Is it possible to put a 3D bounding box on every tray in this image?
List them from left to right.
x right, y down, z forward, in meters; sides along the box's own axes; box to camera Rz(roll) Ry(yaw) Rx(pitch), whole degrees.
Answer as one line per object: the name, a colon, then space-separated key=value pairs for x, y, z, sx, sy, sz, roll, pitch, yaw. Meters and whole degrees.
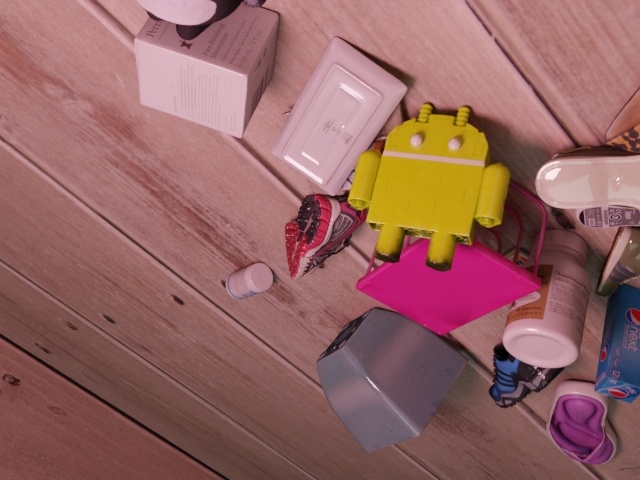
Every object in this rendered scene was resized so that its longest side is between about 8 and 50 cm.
tray: x=0.019 y=-0.193 z=1.348 sx=0.145 sy=0.030 sz=0.270 roll=34 pitch=132 yaw=-1

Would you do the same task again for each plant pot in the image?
plant pot: x=0.141 y=0.308 z=1.908 sx=0.252 sy=0.248 sz=0.247 roll=45 pitch=144 yaw=-3

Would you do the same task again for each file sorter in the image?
file sorter: x=0.239 y=0.014 z=1.462 sx=0.202 sy=0.182 sz=0.291 roll=30 pitch=147 yaw=-14

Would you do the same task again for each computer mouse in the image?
computer mouse: x=0.520 y=-0.057 z=1.332 sx=0.193 sy=0.042 sz=0.106 roll=0 pitch=147 yaw=20

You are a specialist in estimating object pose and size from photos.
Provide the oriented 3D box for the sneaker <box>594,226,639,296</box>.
sneaker: x=0.552 y=0.047 z=1.437 sx=0.086 sy=0.064 sz=0.192 roll=18 pitch=144 yaw=15

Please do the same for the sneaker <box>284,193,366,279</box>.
sneaker: x=0.000 y=0.000 z=1.652 sx=0.112 sy=0.120 sz=0.299 roll=-3 pitch=162 yaw=-19

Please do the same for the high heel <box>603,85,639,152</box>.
high heel: x=0.437 y=-0.213 z=1.099 sx=0.186 sy=0.093 sz=0.261 roll=-15 pitch=140 yaw=38

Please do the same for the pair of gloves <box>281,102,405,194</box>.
pair of gloves: x=0.056 y=-0.168 z=1.435 sx=0.240 sy=0.042 sz=0.204 roll=-3 pitch=136 yaw=26

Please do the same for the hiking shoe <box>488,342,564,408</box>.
hiking shoe: x=0.447 y=0.287 z=1.844 sx=0.132 sy=0.113 sz=0.304 roll=50 pitch=156 yaw=12

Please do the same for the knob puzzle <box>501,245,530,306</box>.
knob puzzle: x=0.419 y=0.100 z=1.626 sx=0.213 sy=0.030 sz=0.213 roll=15 pitch=147 yaw=10

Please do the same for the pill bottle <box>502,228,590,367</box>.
pill bottle: x=0.410 y=0.099 z=1.443 sx=0.131 sy=0.229 sz=0.131 roll=15 pitch=147 yaw=10

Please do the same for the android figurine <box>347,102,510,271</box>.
android figurine: x=0.173 y=-0.091 z=1.279 sx=0.248 sy=0.272 sz=0.056 roll=10 pitch=165 yaw=21

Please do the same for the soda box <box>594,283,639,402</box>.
soda box: x=0.567 y=0.189 z=1.501 sx=0.071 sy=0.210 sz=0.067 roll=18 pitch=147 yaw=6

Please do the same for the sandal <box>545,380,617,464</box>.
sandal: x=0.628 y=0.474 z=1.981 sx=0.169 sy=0.102 sz=0.416 roll=3 pitch=143 yaw=27

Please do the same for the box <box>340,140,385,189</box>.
box: x=0.062 y=-0.129 z=1.423 sx=0.136 sy=0.028 sz=0.081 roll=-3 pitch=136 yaw=31

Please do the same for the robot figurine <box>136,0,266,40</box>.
robot figurine: x=-0.176 y=-0.411 z=1.101 sx=0.209 sy=0.173 sz=0.278 roll=1 pitch=149 yaw=-11

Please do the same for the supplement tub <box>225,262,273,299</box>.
supplement tub: x=-0.171 y=0.098 z=1.924 sx=0.071 sy=0.071 sz=0.107 roll=38 pitch=145 yaw=-24

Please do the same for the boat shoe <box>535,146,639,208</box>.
boat shoe: x=0.493 y=-0.095 z=1.243 sx=0.305 sy=0.091 sz=0.109 roll=5 pitch=113 yaw=23

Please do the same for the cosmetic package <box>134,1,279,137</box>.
cosmetic package: x=-0.180 y=-0.289 z=1.293 sx=0.184 sy=0.151 sz=0.151 roll=19 pitch=147 yaw=2
